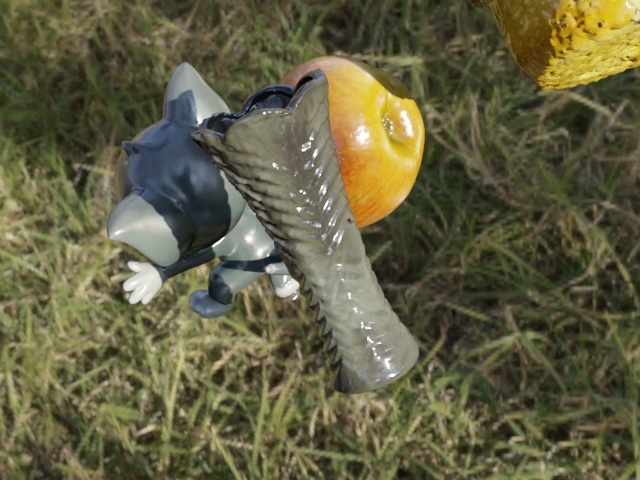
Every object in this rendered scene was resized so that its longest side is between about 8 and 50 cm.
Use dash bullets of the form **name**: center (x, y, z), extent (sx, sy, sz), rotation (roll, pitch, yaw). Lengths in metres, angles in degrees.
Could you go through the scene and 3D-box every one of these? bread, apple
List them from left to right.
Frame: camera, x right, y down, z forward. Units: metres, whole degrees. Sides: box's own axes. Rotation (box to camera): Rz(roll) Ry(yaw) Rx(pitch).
- **apple**: center (0.015, -0.103, 1.080), extent (0.173, 0.195, 0.160), rotation (-10, 14, 41)
- **bread**: center (0.224, -0.221, 0.913), extent (0.147, 0.160, 0.261), rotation (-29, -6, 23)

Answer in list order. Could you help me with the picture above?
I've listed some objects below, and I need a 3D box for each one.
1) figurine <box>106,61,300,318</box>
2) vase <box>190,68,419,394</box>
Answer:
- **figurine**: center (-0.108, -0.008, 0.959), extent (0.140, 0.265, 0.193), rotation (-9, 45, 53)
- **vase**: center (0.000, 0.000, 0.755), extent (0.116, 0.237, 0.115), rotation (-22, 16, 7)
